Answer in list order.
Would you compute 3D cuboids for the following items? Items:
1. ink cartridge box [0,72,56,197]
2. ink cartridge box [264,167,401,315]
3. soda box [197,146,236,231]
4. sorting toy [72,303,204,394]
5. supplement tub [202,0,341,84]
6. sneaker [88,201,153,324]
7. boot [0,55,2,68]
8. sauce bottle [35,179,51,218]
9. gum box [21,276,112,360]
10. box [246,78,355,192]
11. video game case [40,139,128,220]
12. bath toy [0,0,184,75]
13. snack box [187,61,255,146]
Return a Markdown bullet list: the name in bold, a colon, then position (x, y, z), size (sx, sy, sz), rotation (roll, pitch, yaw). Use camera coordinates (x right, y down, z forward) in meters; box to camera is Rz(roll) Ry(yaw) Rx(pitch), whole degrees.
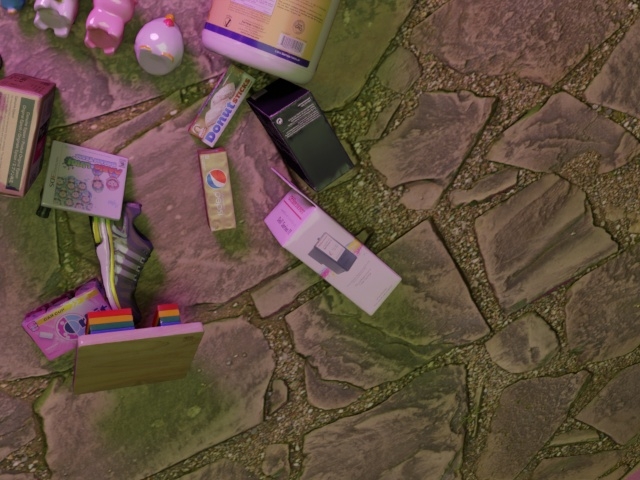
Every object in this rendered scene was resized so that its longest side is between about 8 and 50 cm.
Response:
- **ink cartridge box**: position (-0.573, -0.206, 1.250), size (0.088, 0.235, 0.193), rotation (11, 106, -19)
- **ink cartridge box**: position (0.000, 0.000, 1.510), size (0.353, 0.207, 0.119), rotation (40, 93, -24)
- **soda box**: position (-0.233, -0.115, 1.482), size (0.061, 0.058, 0.181), rotation (-10, 111, -13)
- **sorting toy**: position (-0.416, 0.237, 1.470), size (0.257, 0.089, 0.255), rotation (-4, 147, -26)
- **supplement tub**: position (-0.075, -0.499, 1.292), size (0.241, 0.241, 0.331), rotation (16, 103, -21)
- **sneaker**: position (-0.427, 0.051, 1.459), size (0.121, 0.111, 0.300), rotation (-12, 114, -16)
- **boot**: position (-0.719, -0.328, 1.193), size (0.236, 0.178, 0.085), rotation (-2, 109, -17)
- **sauce bottle**: position (-0.567, -0.109, 1.394), size (0.042, 0.042, 0.128), rotation (20, 104, -22)
- **gum box**: position (-0.563, 0.179, 1.485), size (0.188, 0.062, 0.107), rotation (-29, 115, -5)
- **box**: position (-0.048, -0.228, 1.385), size (0.103, 0.261, 0.184), rotation (-32, 115, -4)
- **video game case**: position (-0.488, -0.124, 1.371), size (0.157, 0.019, 0.143), rotation (12, 68, -28)
- **bath toy**: position (-0.423, -0.451, 1.276), size (0.348, 0.151, 0.129), rotation (22, 59, -21)
- **snack box**: position (-0.217, -0.296, 1.441), size (0.064, 0.022, 0.178), rotation (31, 98, -25)
